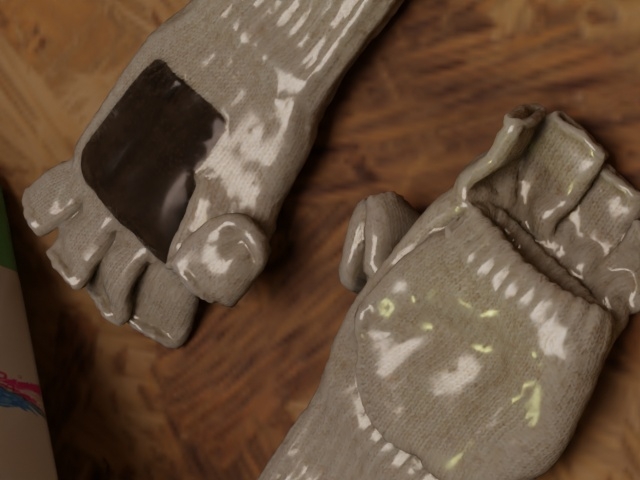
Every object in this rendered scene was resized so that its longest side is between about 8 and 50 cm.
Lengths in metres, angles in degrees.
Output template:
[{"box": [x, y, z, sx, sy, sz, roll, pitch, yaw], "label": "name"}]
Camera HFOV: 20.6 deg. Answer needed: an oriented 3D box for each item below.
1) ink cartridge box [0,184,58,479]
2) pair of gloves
[{"box": [-0.205, 0.115, 0.687, 0.201, 0.117, 0.278, -47, 41, 26], "label": "ink cartridge box"}, {"box": [0.000, 0.000, 0.641, 0.204, 0.042, 0.240, -49, 62, 24], "label": "pair of gloves"}]
